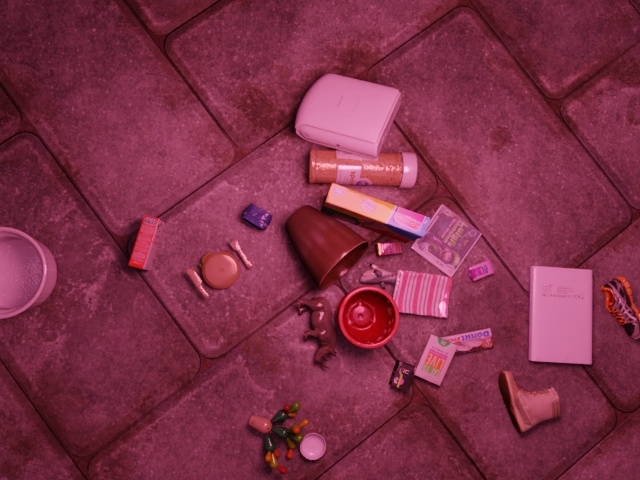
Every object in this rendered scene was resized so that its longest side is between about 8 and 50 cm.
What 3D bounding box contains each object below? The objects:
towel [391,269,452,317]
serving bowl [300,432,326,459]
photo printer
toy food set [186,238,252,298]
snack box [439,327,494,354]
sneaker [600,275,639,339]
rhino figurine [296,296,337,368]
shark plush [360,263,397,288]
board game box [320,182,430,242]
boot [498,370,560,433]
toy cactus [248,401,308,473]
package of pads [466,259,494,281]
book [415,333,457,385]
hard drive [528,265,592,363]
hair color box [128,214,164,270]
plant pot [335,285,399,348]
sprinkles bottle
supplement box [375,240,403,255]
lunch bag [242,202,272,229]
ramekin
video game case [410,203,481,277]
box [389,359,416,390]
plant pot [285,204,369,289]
[{"bbox_3d":[0.339,0.179,1.794,0.197,0.029,0.144,9,88,-12],"label":"towel"},{"bbox_3d":[-0.025,0.660,1.735,0.083,0.027,0.083,0,85,-4],"label":"serving bowl"},{"bbox_3d":[0.082,-0.417,1.768,0.308,0.107,0.256,18,65,15],"label":"photo printer"},{"bbox_3d":[-0.329,0.094,1.771,0.192,0.038,0.132,-34,95,-12],"label":"toy food set"},{"bbox_3d":[0.489,0.342,1.810,0.178,0.022,0.064,-11,85,-5],"label":"snack box"},{"bbox_3d":[1.025,0.234,1.837,0.083,0.084,0.214,-14,76,-4],"label":"sneaker"},{"bbox_3d":[-0.001,0.298,1.752,0.106,0.073,0.243,-13,87,-3],"label":"rhino figurine"},{"bbox_3d":[0.215,0.131,1.812,0.161,0.073,0.067,16,103,-23],"label":"shark plush"},{"bbox_3d":[0.164,-0.082,1.720,0.317,0.242,0.064,19,84,-2],"label":"board game box"},{"bbox_3d":[0.693,0.510,1.782,0.165,0.077,0.213,-19,91,-6],"label":"boot"},{"bbox_3d":[-0.143,0.609,1.704,0.181,0.112,0.218,19,91,8],"label":"toy cactus"},{"bbox_3d":[0.546,0.102,1.834,0.083,0.032,0.050,-20,83,-6],"label":"package of pads"},{"bbox_3d":[0.379,0.393,1.779,0.096,0.035,0.144,24,89,2],"label":"book"},{"bbox_3d":[0.818,0.253,1.835,0.210,0.040,0.318,4,84,-4],"label":"hard drive"},{"bbox_3d":[-0.557,0.009,1.729,0.053,0.093,0.167,17,82,-3],"label":"hair color box"},{"bbox_3d":[0.142,0.242,1.717,0.191,0.174,0.191,0,84,-4],"label":"plant pot"},{"bbox_3d":[0.137,-0.241,1.794,0.356,0.121,0.121,2,84,-4],"label":"sprinkles bottle"},{"bbox_3d":[0.230,0.027,1.807,0.083,0.055,0.043,-5,86,-4],"label":"supplement box"},{"bbox_3d":[-0.214,-0.076,1.776,0.098,0.067,0.065,29,82,0],"label":"lunch bag"},{"bbox_3d":[-0.965,0.102,1.667,0.277,0.135,0.277,0,84,-4],"label":"ramekin"},{"bbox_3d":[0.430,0.001,1.841,0.173,0.022,0.190,37,83,0],"label":"video game case"},{"bbox_3d":[0.270,0.442,1.768,0.062,0.052,0.083,20,82,-2],"label":"box"},{"bbox_3d":[0.000,0.000,1.731,0.215,0.215,0.230,-41,75,-7],"label":"plant pot"}]
